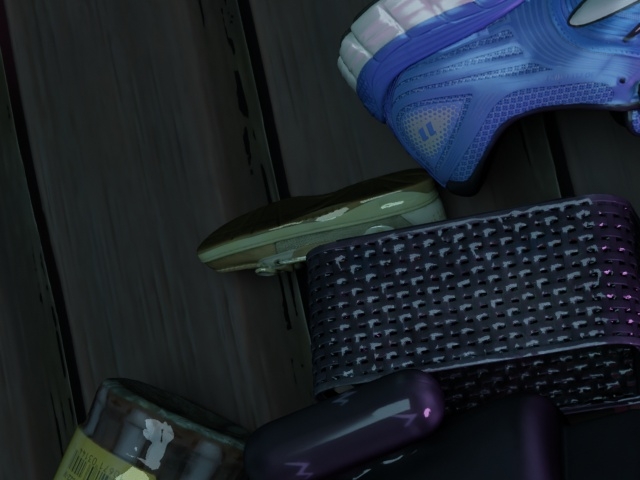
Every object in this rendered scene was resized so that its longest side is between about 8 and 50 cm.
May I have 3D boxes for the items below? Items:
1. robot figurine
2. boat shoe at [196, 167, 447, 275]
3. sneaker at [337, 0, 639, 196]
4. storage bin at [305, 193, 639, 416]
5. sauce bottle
[{"bbox_3d":[0.063,0.184,0.901,0.278,0.173,0.209,-20,74,16],"label":"robot figurine"},{"bbox_3d":[0.001,-0.001,1.021,0.153,0.056,0.048,-16,107,12],"label":"boat shoe"},{"bbox_3d":[0.179,-0.137,0.952,0.330,0.130,0.147,-33,86,16],"label":"sneaker"},{"bbox_3d":[0.093,0.045,0.933,0.180,0.122,0.084,-11,67,18],"label":"storage bin"},{"bbox_3d":[-0.152,0.252,1.004,0.111,0.111,0.344,27,91,22],"label":"sauce bottle"}]
